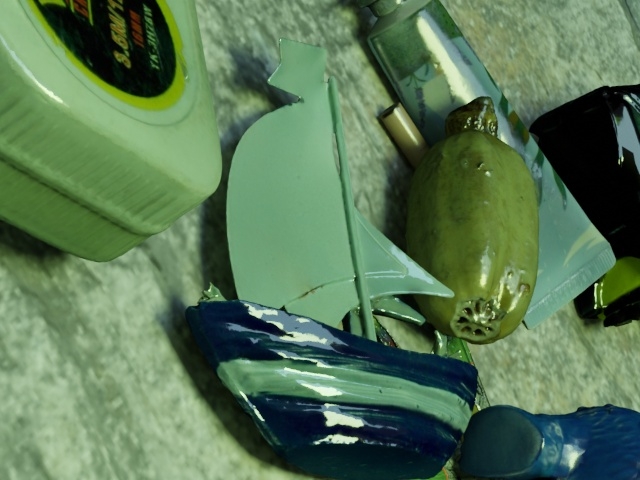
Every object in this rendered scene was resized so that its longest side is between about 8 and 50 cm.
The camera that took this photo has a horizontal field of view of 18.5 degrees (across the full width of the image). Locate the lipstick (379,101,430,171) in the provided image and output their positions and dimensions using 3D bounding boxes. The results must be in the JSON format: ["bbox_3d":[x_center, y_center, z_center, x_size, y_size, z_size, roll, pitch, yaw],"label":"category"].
[{"bbox_3d":[0.074,-0.054,1.373,0.094,0.019,0.019,56,34,-12],"label":"lipstick"}]

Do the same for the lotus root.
[{"bbox_3d":[0.101,-0.013,1.318,0.090,0.077,0.183,29,47,-34],"label":"lotus root"}]

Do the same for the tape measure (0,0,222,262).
[{"bbox_3d":[-0.158,-0.118,1.025,0.207,0.115,0.235,29,38,-42],"label":"tape measure"}]

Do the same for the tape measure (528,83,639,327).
[{"bbox_3d":[0.259,-0.023,1.527,0.186,0.112,0.199,-2,75,-47],"label":"tape measure"}]

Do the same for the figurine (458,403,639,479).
[{"bbox_3d":[0.206,0.177,1.294,0.262,0.120,0.164,7,61,-56],"label":"figurine"}]

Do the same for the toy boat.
[{"bbox_3d":[0.021,0.021,1.192,0.210,0.070,0.292,38,42,-24],"label":"toy boat"}]

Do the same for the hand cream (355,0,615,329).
[{"bbox_3d":[0.114,-0.072,1.403,0.091,0.058,0.271,-36,100,-23],"label":"hand cream"}]

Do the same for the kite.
[{"bbox_3d":[0.054,0.080,1.264,0.244,0.006,0.198,49,34,-21],"label":"kite"}]
